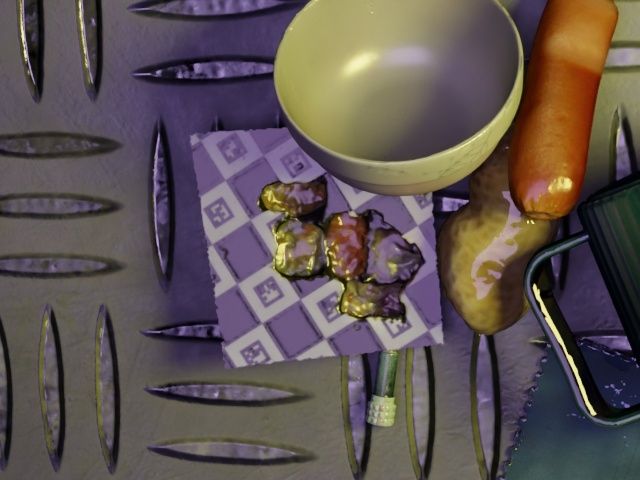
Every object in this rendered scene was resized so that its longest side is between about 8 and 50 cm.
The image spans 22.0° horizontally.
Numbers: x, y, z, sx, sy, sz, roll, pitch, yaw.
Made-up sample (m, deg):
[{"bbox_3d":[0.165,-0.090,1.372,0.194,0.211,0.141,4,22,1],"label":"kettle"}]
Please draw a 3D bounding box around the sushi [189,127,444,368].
[{"bbox_3d":[0.000,0.000,2.036,0.292,0.059,0.294,-5,94,8],"label":"sushi"}]

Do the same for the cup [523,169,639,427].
[{"bbox_3d":[0.422,0.054,1.860,0.308,0.242,0.292,-22,92,39],"label":"cup"}]

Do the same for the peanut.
[{"bbox_3d":[0.212,-0.014,1.952,0.137,0.122,0.253,23,101,18],"label":"peanut"}]

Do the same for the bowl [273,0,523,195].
[{"bbox_3d":[0.095,-0.166,1.912,0.286,0.144,0.287,-4,58,7],"label":"bowl"}]

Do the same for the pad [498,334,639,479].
[{"bbox_3d":[0.365,0.273,2.013,0.269,0.012,0.270,22,104,10],"label":"pad"}]

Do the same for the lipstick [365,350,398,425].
[{"bbox_3d":[0.081,0.172,2.061,0.037,0.037,0.116,7,95,13],"label":"lipstick"}]

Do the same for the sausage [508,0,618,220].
[{"bbox_3d":[0.274,-0.162,1.886,0.089,0.083,0.300,14,71,4],"label":"sausage"}]
